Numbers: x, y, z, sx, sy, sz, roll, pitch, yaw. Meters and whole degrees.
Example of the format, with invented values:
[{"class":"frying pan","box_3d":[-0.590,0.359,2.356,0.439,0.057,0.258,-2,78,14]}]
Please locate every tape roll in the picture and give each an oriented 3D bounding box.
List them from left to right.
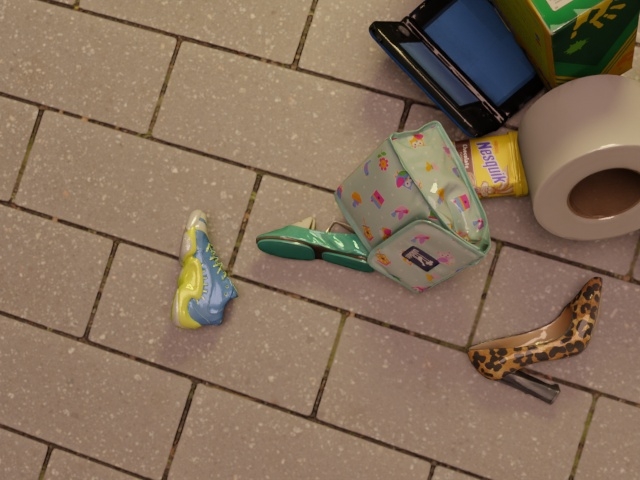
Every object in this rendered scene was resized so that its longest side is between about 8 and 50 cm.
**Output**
[{"class":"tape roll","box_3d":[0.473,-0.138,1.330,0.246,0.246,0.169,-7,52,7]}]

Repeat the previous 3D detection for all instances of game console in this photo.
[{"class":"game console","box_3d":[0.278,-0.362,1.467,0.293,0.250,0.173,48,119,9]}]

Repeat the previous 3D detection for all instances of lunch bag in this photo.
[{"class":"lunch bag","box_3d":[0.174,-0.044,1.412,0.160,0.223,0.262,-21,78,-35]}]

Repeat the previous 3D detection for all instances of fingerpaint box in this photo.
[{"class":"fingerpaint box","box_3d":[0.358,-0.492,1.323,0.163,0.371,0.444,-30,73,12]}]

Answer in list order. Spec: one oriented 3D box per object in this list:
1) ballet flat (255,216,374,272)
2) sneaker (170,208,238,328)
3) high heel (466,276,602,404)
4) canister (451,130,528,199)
[{"class":"ballet flat","box_3d":[0.000,0.000,1.525,0.248,0.083,0.087,10,63,8]},{"class":"sneaker","box_3d":[-0.223,0.062,1.549,0.126,0.091,0.240,9,86,-10]},{"class":"high heel","box_3d":[0.398,0.158,1.438,0.186,0.093,0.261,25,98,3]},{"class":"canister","box_3d":[0.303,-0.137,1.489,0.170,0.073,0.126,-7,84,9]}]
